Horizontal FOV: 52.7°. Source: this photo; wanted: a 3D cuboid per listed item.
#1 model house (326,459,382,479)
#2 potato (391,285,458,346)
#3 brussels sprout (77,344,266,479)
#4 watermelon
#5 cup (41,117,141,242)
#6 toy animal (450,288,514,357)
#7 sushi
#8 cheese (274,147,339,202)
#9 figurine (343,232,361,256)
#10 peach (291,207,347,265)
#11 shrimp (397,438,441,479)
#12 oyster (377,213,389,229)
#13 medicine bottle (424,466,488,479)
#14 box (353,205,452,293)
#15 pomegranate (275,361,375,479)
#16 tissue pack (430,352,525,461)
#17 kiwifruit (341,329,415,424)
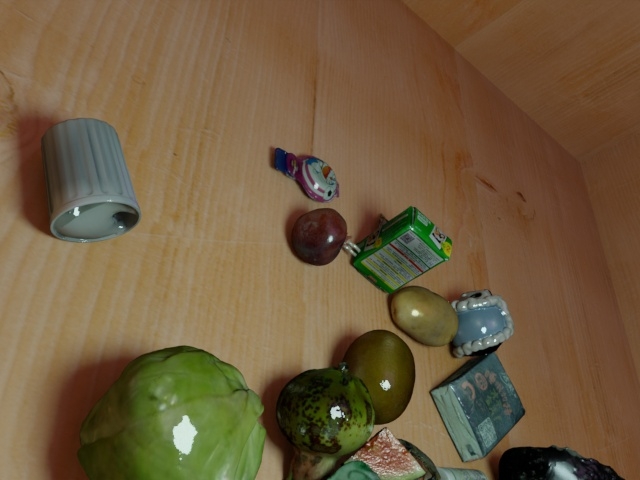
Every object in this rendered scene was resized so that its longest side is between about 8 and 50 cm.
[{"bbox_3d":[0.136,0.644,1.336,0.194,0.267,0.325,-44,134,-11],"label":"model house"},{"bbox_3d":[0.310,0.218,1.907,0.234,0.146,0.150,34,12,-28],"label":"potato"},{"bbox_3d":[-0.255,0.335,1.120,0.328,0.247,0.328,43,37,-44],"label":"brussels sprout"},{"bbox_3d":[0.123,0.514,1.478,0.145,0.193,0.137,-33,114,-31],"label":"watermelon"},{"bbox_3d":[-0.458,-0.108,1.284,0.167,0.221,0.202,-13,69,-15],"label":"cup"},{"bbox_3d":[0.472,0.258,2.001,0.156,0.208,0.204,-1,69,-40],"label":"toy animal"},{"bbox_3d":[0.647,0.747,1.776,0.329,0.328,0.285,41,52,-24],"label":"sushi"},{"bbox_3d":[-0.033,-0.190,1.850,0.244,0.062,0.155,25,51,-35],"label":"cheese"},{"bbox_3d":[0.067,0.000,1.839,0.109,0.064,0.047,44,14,3],"label":"figurine"},{"bbox_3d":[0.000,0.000,1.704,0.152,0.152,0.152,27,48,-34],"label":"peach"},{"bbox_3d":[0.225,0.548,1.611,0.195,0.035,0.148,27,12,-31],"label":"shrimp"},{"bbox_3d":[0.197,-0.015,2.000,0.122,0.045,0.146,-14,83,-54],"label":"oyster"},{"bbox_3d":[0.363,0.648,1.710,0.183,0.086,0.086,20,52,-39],"label":"medicine bottle"},{"bbox_3d":[0.231,0.033,1.839,0.180,0.250,0.103,40,36,-22],"label":"box"},{"bbox_3d":[0.013,0.408,1.387,0.222,0.204,0.276,25,50,-37],"label":"pomegranate"},{"bbox_3d":[0.480,0.488,1.932,0.316,0.103,0.227,-17,80,-50],"label":"tissue pack"},{"bbox_3d":[0.141,0.330,1.594,0.196,0.196,0.234,43,37,-20],"label":"kiwifruit"}]
